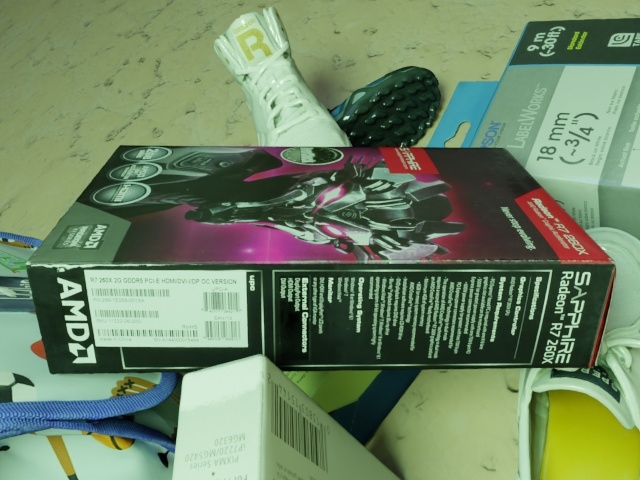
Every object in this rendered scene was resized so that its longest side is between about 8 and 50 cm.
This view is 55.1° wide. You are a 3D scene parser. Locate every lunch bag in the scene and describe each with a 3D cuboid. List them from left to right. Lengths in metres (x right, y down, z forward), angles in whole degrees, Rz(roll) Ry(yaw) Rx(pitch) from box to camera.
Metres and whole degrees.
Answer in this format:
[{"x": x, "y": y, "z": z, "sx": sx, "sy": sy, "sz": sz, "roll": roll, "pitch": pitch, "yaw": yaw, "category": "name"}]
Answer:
[{"x": -0.252, "y": 0.158, "z": 0.555, "sx": 0.239, "sy": 0.385, "sz": 0.327, "roll": -48, "pitch": 47, "yaw": -12, "category": "lunch bag"}]

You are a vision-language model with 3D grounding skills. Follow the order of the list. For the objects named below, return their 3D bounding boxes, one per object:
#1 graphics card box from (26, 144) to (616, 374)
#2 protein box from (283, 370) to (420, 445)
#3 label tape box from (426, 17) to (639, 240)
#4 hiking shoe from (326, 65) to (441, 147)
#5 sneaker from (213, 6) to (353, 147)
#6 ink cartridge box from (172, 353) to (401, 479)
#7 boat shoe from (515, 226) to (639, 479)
[{"x": 0.000, "y": 0.000, "z": 0.488, "sx": 0.370, "sy": 0.094, "sz": 0.233, "roll": -1, "pitch": 28, "yaw": -2, "category": "graphics card box"}, {"x": -0.011, "y": 0.089, "z": 0.647, "sx": 0.201, "sy": 0.136, "sz": 0.200, "roll": 29, "pitch": 72, "yaw": 40, "category": "protein box"}, {"x": 0.261, "y": -0.132, "z": 0.694, "sx": 0.333, "sy": 0.106, "sz": 0.241, "roll": 11, "pitch": 61, "yaw": 34, "category": "label tape box"}, {"x": 0.019, "y": -0.148, "z": 0.833, "sx": 0.304, "sy": 0.113, "sz": 0.132, "roll": -36, "pitch": 41, "yaw": -5, "category": "hiking shoe"}, {"x": -0.055, "y": -0.161, "z": 0.683, "sx": 0.108, "sy": 0.169, "sz": 0.292, "roll": -29, "pitch": 34, "yaw": 2, "category": "sneaker"}, {"x": 0.005, "y": 0.255, "z": 0.400, "sx": 0.066, "sy": 0.296, "sz": 0.261, "roll": -18, "pitch": 49, "yaw": 16, "category": "ink cartridge box"}, {"x": 0.213, "y": 0.119, "z": 0.490, "sx": 0.135, "sy": 0.156, "sz": 0.367, "roll": 4, "pitch": 58, "yaw": 30, "category": "boat shoe"}]
